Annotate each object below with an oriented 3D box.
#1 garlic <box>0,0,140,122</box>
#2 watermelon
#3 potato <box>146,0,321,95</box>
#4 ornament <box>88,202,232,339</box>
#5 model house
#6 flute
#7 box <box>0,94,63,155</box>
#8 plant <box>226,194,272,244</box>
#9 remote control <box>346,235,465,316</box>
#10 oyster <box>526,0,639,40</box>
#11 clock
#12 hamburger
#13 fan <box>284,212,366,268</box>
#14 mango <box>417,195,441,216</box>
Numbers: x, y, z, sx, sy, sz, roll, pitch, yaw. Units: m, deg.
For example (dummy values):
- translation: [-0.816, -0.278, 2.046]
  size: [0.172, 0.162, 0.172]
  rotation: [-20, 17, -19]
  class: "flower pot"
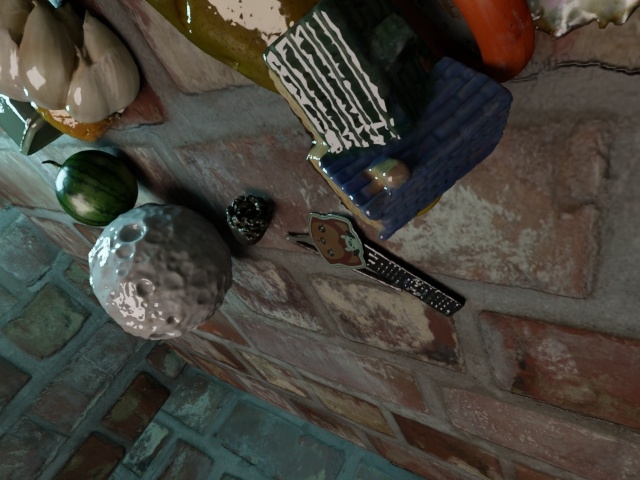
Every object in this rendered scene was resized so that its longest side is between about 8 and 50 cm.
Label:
- translation: [-0.477, -0.322, 0.718]
  size: [0.280, 0.185, 0.203]
  rotation: [32, 134, 4]
  class: "garlic"
- translation: [-0.574, -0.137, 1.058]
  size: [0.214, 0.188, 0.188]
  rotation: [29, 152, -20]
  class: "watermelon"
- translation: [-0.094, -0.290, 0.438]
  size: [0.369, 0.177, 0.195]
  rotation: [38, 116, -21]
  class: "potato"
- translation: [-0.379, 0.066, 1.041]
  size: [0.336, 0.337, 0.337]
  rotation: [24, 148, 16]
  class: "ornament"
- translation: [0.054, -0.113, 0.351]
  size: [0.183, 0.166, 0.172]
  rotation: [48, -173, -18]
  class: "model house"
- translation: [0.053, 0.050, 0.902]
  size: [0.269, 0.014, 0.014]
  rotation: [24, 148, 17]
  class: "flute"
- translation: [-0.688, -0.322, 0.969]
  size: [0.274, 0.138, 0.178]
  rotation: [-11, 123, 50]
  class: "box"
- translation: [-0.150, -0.043, 0.896]
  size: [0.092, 0.094, 0.143]
  rotation: [46, 162, 7]
  class: "plant"
- translation: [0.163, 0.069, 0.813]
  size: [0.245, 0.025, 0.063]
  rotation: [32, 148, 4]
  class: "remote control"
- translation: [0.167, -0.262, 0.285]
  size: [0.198, 0.092, 0.259]
  rotation: [5, 156, 44]
  class: "oyster"
- translation: [0.096, -0.214, 0.347]
  size: [0.205, 0.205, 0.051]
  rotation: [42, 105, -13]
  class: "clock"
- translation: [-0.513, -0.255, 0.869]
  size: [0.175, 0.087, 0.102]
  rotation: [18, 118, -22]
  class: "hamburger"
- translation: [0.000, 0.000, 0.861]
  size: [0.219, 0.009, 0.132]
  rotation: [4, 124, 45]
  class: "fan"
- translation: [0.101, -0.117, 0.514]
  size: [0.098, 0.137, 0.195]
  rotation: [-15, 136, -4]
  class: "mango"
